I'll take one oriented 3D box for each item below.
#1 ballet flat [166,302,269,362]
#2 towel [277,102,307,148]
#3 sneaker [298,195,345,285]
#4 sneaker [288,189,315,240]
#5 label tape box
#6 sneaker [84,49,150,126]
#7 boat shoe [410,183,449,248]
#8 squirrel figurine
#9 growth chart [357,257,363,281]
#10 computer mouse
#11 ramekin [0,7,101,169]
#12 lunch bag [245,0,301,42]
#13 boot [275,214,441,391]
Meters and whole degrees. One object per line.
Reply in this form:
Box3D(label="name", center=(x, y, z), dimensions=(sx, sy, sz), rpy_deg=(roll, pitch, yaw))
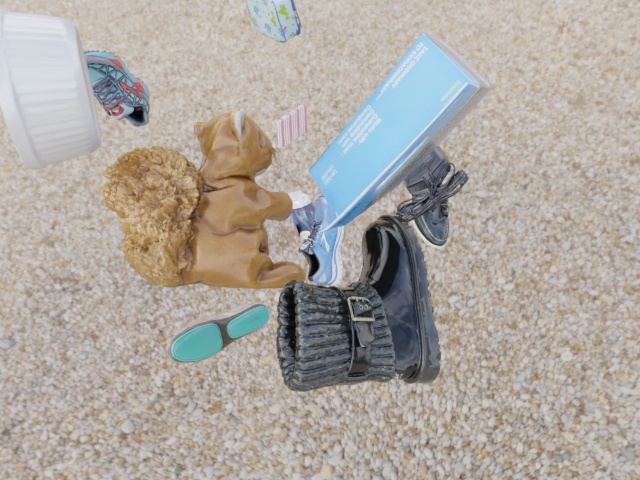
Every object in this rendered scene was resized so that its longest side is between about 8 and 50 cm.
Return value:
Box3D(label="ballet flat", center=(-0.289, 0.251, 1.355), dimensions=(0.315, 0.108, 0.106), rpy_deg=(-14, 13, -38))
Box3D(label="towel", center=(-0.128, -0.515, 2.197), dimensions=(0.029, 0.144, 0.197), rpy_deg=(30, 53, 26))
Box3D(label="sneaker", center=(0.000, 0.000, 1.781), dimensions=(0.147, 0.129, 0.331), rpy_deg=(1, 85, -27))
Box3D(label="sneaker", center=(-0.082, -0.086, 2.150), dimensions=(0.130, 0.237, 0.323), rpy_deg=(-23, 16, -12))
Box3D(label="label tape box", center=(0.112, -0.164, 0.715), dimensions=(0.115, 0.249, 0.347), rpy_deg=(46, 28, 6))
Box3D(label="sneaker", center=(-0.506, -0.368, 1.214), dimensions=(0.104, 0.262, 0.125), rpy_deg=(-18, 75, 15))
Box3D(label="boat shoe", center=(0.380, -0.135, 1.658), dimensions=(0.127, 0.113, 0.340), rpy_deg=(12, 51, -14))
Box3D(label="squirrel figurine", center=(-0.241, -0.095, 1.038), dimensions=(0.396, 0.371, 0.281), rpy_deg=(1, 4, -36))
Box3D(label="growth chart", center=(0.184, 0.076, 1.725), dimensions=(0.021, 0.172, 0.237), rpy_deg=(35, 30, -9))
Box3D(label="computer mouse", center=(0.237, -0.169, 1.159), dimensions=(0.188, 0.072, 0.272), rpy_deg=(-34, 47, 25))
Box3D(label="ramekin", center=(-0.479, -0.268, 0.872), dimensions=(0.127, 0.273, 0.273), rpy_deg=(-11, 52, -19))
Box3D(label="lunch bag", center=(-0.159, -0.759, 1.600), dimensions=(0.090, 0.176, 0.219), rpy_deg=(-36, 47, -14))
Box3D(label="boot", center=(0.052, 0.088, 0.850), dimensions=(0.259, 0.131, 0.348), rpy_deg=(5, 51, -16))
